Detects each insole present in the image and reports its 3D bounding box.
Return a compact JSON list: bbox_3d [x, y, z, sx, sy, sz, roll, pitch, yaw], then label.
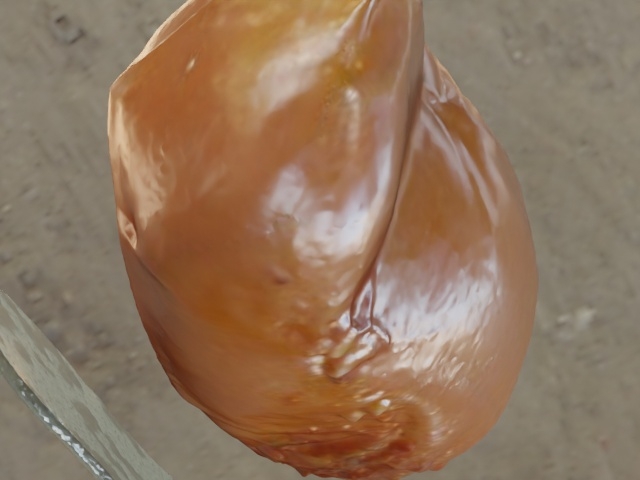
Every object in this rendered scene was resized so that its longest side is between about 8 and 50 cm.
[{"bbox_3d":[-0.035,0.085,0.550,0.193,0.006,0.065,51,5,-19],"label":"insole"}]

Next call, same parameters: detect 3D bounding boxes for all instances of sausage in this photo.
[{"bbox_3d":[0.000,0.000,0.427,0.179,0.089,0.089,70,20,-62],"label":"sausage"}]
